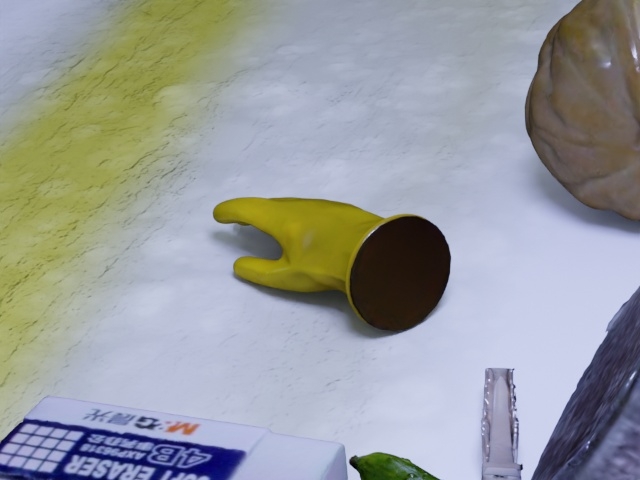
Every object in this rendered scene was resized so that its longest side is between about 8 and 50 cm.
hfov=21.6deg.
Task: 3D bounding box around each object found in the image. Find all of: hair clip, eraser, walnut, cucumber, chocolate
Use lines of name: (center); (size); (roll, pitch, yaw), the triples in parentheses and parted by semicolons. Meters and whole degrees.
hair clip: (0.153, 0.177, 1.430); (0.034, 0.072, 0.226); (1, 21, 4)
eraser: (-0.127, 0.207, 1.390); (0.287, 0.086, 0.130); (5, 31, 20)
walnut: (0.361, -0.158, 1.760); (0.296, 0.285, 0.285); (-18, 23, 25)
cucumber: (0.105, 0.226, 1.314); (0.069, 0.069, 0.227); (-28, 45, -33)
chocolate: (0.311, 0.136, 1.276); (0.213, 0.303, 0.303); (29, 37, 4)

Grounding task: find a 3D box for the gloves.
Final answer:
gloves: (0.001, 0.000, 1.742); (0.133, 0.116, 0.294); (8, 8, -35)
